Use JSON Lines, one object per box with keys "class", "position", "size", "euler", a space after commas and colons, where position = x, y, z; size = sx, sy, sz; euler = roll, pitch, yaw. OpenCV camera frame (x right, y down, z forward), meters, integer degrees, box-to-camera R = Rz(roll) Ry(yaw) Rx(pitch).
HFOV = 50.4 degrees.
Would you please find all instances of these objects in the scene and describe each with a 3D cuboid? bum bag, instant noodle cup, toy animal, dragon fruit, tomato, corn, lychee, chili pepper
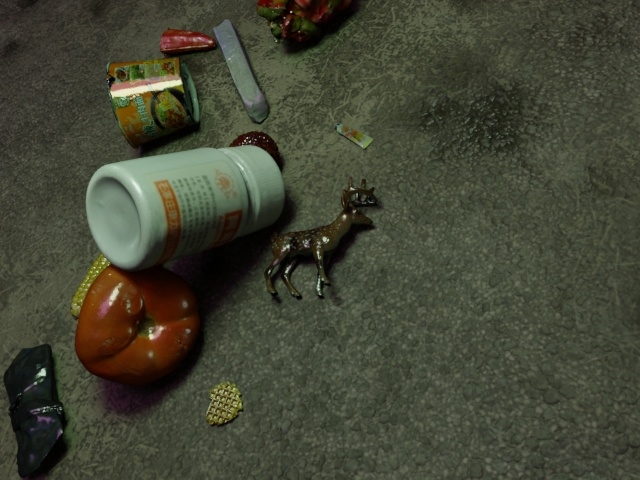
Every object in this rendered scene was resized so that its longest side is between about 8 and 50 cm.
{"class": "bum bag", "position": [-0.611, 0.346, 1.450], "size": [0.137, 0.074, 0.310], "euler": [-37, 52, 8]}
{"class": "instant noodle cup", "position": [-0.422, -0.366, 1.753], "size": [0.182, 0.230, 0.230], "euler": [-12, 55, 2]}
{"class": "toy animal", "position": [-0.005, -0.009, 1.433], "size": [0.243, 0.087, 0.260], "euler": [-4, 61, 17]}
{"class": "dragon fruit", "position": [-0.045, -0.651, 1.766], "size": [0.237, 0.231, 0.303], "euler": [13, 58, 36]}
{"class": "tomato", "position": [-0.373, 0.168, 1.383], "size": [0.260, 0.260, 0.180], "euler": [-55, 27, -17]}
{"class": "corn", "position": [-0.448, 0.070, 1.533], "size": [0.130, 0.130, 0.347], "euler": [11, 61, 27]}
{"class": "lychee", "position": [-0.163, -0.197, 1.596], "size": [0.129, 0.123, 0.123], "euler": [15, 65, 36]}
{"class": "chili pepper", "position": [-0.372, -0.568, 1.951], "size": [0.169, 0.065, 0.088], "euler": [6, 62, 20]}

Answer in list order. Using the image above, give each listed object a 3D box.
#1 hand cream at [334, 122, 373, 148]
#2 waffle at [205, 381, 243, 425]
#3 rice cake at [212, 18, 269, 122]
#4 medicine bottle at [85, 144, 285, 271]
{"class": "hand cream", "position": [0.075, -0.248, 1.595], "size": [0.102, 0.022, 0.035], "euler": [34, 68, 30]}
{"class": "waffle", "position": [-0.191, 0.318, 1.338], "size": [0.078, 0.016, 0.085], "euler": [-16, 55, 6]}
{"class": "rice cake", "position": [-0.215, -0.462, 1.815], "size": [0.064, 0.070, 0.399], "euler": [-24, 54, 1]}
{"class": "medicine bottle", "position": [-0.264, -0.078, 1.389], "size": [0.211, 0.211, 0.371], "euler": [26, 28, 32]}
